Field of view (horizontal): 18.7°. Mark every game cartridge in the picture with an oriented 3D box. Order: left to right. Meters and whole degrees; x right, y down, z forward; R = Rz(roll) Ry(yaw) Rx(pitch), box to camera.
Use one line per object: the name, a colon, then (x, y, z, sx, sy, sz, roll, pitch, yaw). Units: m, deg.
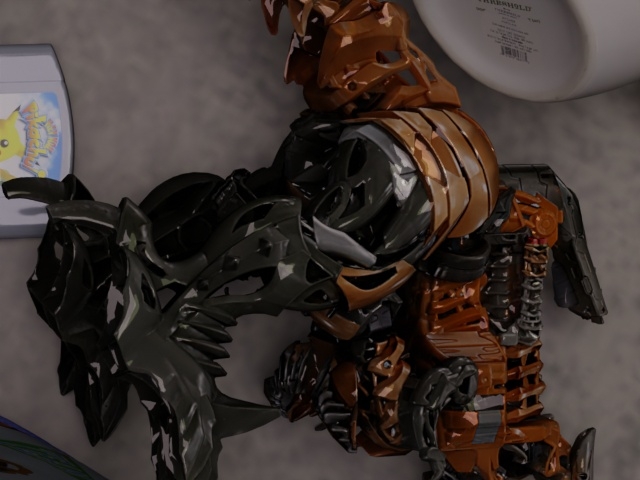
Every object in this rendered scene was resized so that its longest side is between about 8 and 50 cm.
game cartridge: (-0.133, -0.042, 0.828, 0.056, 0.017, 0.083, -3, 87, -9)

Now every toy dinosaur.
toy dinosaur: (0.000, 0.000, 0.783, 0.218, 0.164, 0.322, -25, 83, -17)

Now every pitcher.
pitcher: (0.146, -0.144, 0.757, 0.207, 0.177, 0.125, -47, 133, -29)

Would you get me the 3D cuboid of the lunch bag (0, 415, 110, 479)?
lunch bag: (-0.034, 0.236, 0.669, 0.385, 0.328, 0.239, 35, 88, -1)
